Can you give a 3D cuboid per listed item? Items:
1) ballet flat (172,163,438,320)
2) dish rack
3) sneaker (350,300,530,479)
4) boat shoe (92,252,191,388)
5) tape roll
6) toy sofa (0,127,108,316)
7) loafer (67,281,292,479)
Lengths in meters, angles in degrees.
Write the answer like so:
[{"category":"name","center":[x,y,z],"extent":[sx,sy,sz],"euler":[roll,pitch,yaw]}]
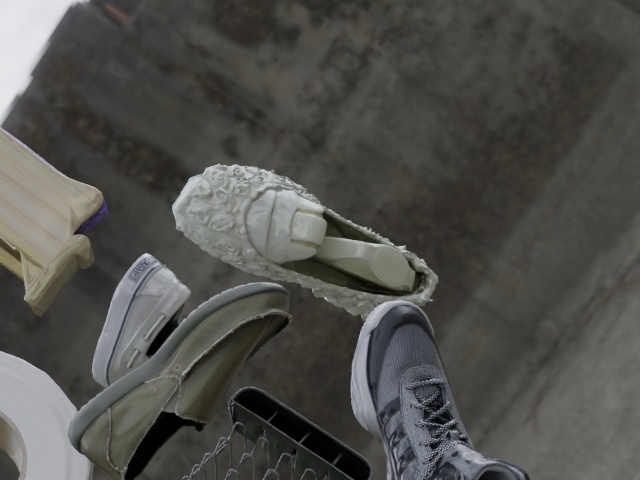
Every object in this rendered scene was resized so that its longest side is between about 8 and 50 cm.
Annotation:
[{"category":"ballet flat","center":[0.000,0.000,1.911],"extent":[0.147,0.409,0.147],"euler":[-31,48,41]},{"category":"dish rack","center":[-0.087,0.329,1.740],"extent":[0.271,0.208,0.074],"euler":[-45,-22,-39]},{"category":"sneaker","center":[0.110,0.178,1.253],"extent":[0.153,0.101,0.268],"euler":[-23,71,59]},{"category":"boat shoe","center":[-0.211,0.119,1.739],"extent":[0.096,0.088,0.267],"euler":[-49,-11,-41]},{"category":"tape roll","center":[-0.396,0.261,1.553],"extent":[0.286,0.286,0.100],"euler":[-55,-10,-33]},{"category":"toy sofa","center":[-0.470,-0.071,1.939],"extent":[0.177,0.363,0.150],"euler":[-54,0,-13]},{"category":"loafer","center":[-0.118,0.139,1.341],"extent":[0.251,0.087,0.094],"euler":[-40,-26,1]}]
